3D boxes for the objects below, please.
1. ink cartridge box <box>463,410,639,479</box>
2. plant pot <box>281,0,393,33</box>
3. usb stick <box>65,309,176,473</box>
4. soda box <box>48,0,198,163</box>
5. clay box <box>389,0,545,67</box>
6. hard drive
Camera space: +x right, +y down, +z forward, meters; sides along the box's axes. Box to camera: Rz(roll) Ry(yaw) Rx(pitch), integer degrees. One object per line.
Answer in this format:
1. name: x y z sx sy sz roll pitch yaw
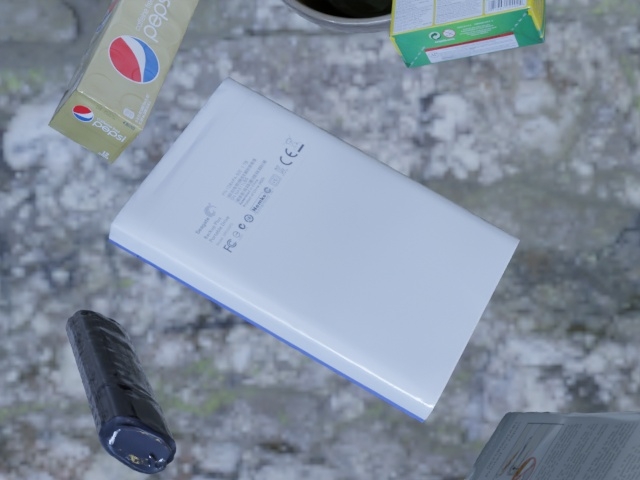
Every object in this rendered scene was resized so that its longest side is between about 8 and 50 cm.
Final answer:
1. ink cartridge box: 0.090 0.158 0.520 0.066 0.189 0.232 35 166 -1
2. plant pot: 0.067 -0.442 1.836 0.323 0.323 0.280 -1 177 5
3. usb stick: -0.196 0.138 1.206 0.077 0.045 0.278 31 -173 -25
4. soda box: -0.156 -0.154 1.033 0.061 0.181 0.058 32 139 -18
5. clay box: 0.135 -0.264 1.119 0.127 0.222 0.053 -7 146 23
6. hard drive: 0.000 0.000 1.144 0.318 0.210 0.040 30 145 5
